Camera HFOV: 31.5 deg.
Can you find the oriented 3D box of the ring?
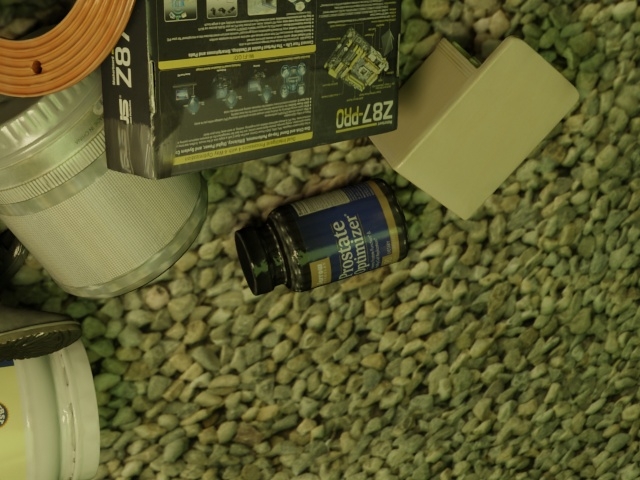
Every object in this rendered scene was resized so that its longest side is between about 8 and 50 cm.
[{"bbox_3d":[-0.305,-0.314,1.148,0.032,0.337,0.336,-19,133,-57],"label":"ring"}]

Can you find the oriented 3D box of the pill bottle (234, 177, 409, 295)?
[{"bbox_3d":[0.000,0.000,1.553,0.219,0.123,0.122,-18,124,-12],"label":"pill bottle"}]

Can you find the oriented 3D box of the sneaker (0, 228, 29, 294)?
[{"bbox_3d":[-0.436,0.035,1.422,0.089,0.051,0.170,23,110,-37],"label":"sneaker"}]

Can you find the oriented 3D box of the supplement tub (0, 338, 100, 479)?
[{"bbox_3d":[-0.457,0.228,1.407,0.325,0.235,0.235,-7,120,-24],"label":"supplement tub"}]

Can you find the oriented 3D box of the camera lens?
[{"bbox_3d":[-0.277,-0.085,1.320,0.219,0.219,0.274,-35,126,-2],"label":"camera lens"}]

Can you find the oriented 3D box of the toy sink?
[{"bbox_3d":[0.202,-0.175,1.540,0.153,0.131,0.234,32,107,-35],"label":"toy sink"}]

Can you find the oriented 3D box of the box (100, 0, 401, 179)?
[{"bbox_3d":[-0.063,-0.255,1.273,0.395,0.097,0.318,-17,112,-44],"label":"box"}]

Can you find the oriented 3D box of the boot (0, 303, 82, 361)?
[{"bbox_3d":[-0.396,0.040,1.357,0.190,0.208,0.076,-6,152,-23],"label":"boot"}]
